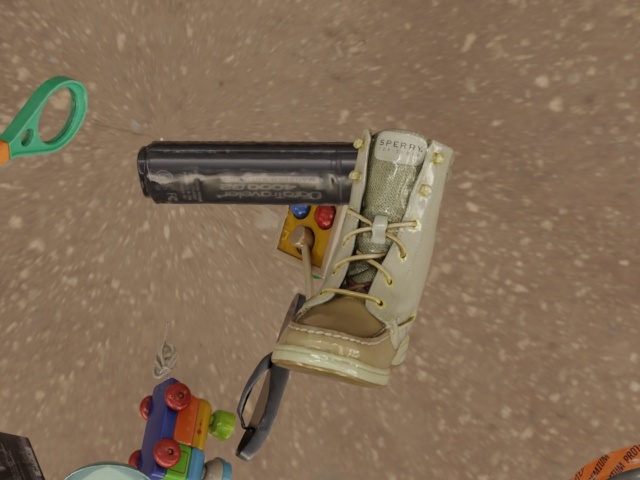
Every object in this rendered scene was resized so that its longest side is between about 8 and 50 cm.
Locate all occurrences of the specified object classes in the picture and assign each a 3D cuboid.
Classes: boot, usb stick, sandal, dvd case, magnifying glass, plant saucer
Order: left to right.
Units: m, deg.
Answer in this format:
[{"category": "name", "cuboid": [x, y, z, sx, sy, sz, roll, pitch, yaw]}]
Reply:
[{"category": "dvd case", "cuboid": [-0.385, 0.293, 1.438, 0.018, 0.221, 0.165, -33, 65, 9]}, {"category": "magnifying glass", "cuboid": [-0.350, -0.117, 1.413, 0.026, 0.231, 0.092, 26, 133, 21]}, {"category": "plant saucer", "cuboid": [-0.255, 0.299, 1.460, 0.119, 0.021, 0.119, -3, 132, -3]}, {"category": "sandal", "cuboid": [-0.079, 0.194, 1.764, 0.054, 0.097, 0.255, 21, 75, -9]}, {"category": "usb stick", "cuboid": [-0.040, -0.067, 1.210, 0.277, 0.077, 0.045, 0, 50, 3]}, {"category": "boot", "cuboid": [0.034, 0.007, 0.801, 0.077, 0.213, 0.165, 16, 95, 13]}]

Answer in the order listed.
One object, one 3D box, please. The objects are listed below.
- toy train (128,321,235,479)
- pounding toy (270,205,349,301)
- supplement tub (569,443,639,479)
[{"category": "toy train", "cuboid": [-0.191, 0.257, 1.847, 0.143, 0.105, 0.248, 24, 59, -27]}, {"category": "pounding toy", "cuboid": [0.000, 0.000, 1.553, 0.100, 0.130, 0.141, 10, 99, -43]}, {"category": "supplement tub", "cuboid": [0.302, 0.336, 0.998, 0.193, 0.316, 0.194, -3, 135, -3]}]
